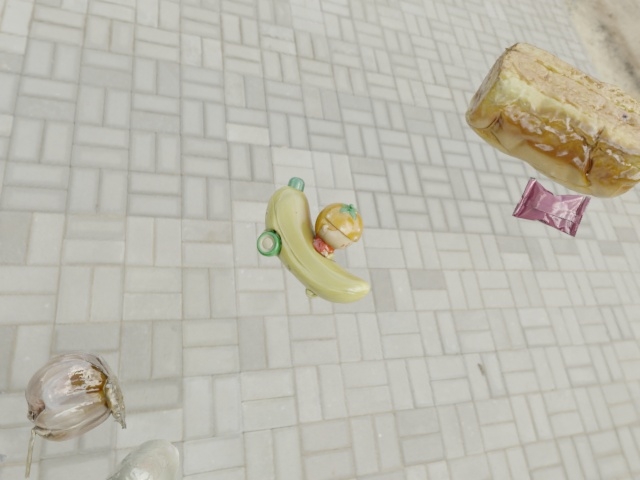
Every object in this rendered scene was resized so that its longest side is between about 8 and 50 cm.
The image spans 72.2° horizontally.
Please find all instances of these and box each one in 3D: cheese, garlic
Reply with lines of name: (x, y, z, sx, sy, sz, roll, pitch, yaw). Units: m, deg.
cheese: (-0.461, 0.626, 1.121, 0.154, 0.198, 0.189, 44, 91, 8)
garlic: (-0.480, 0.354, 0.878, 0.207, 0.207, 0.257, 16, 73, -16)

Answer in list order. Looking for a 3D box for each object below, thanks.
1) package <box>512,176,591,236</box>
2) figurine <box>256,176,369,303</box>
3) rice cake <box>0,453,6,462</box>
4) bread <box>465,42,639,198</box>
package: (0.314, -0.046, 0.597, 0.083, 0.059, 0.029, 24, 9, 20)
figurine: (0.000, 0.000, 0.999, 0.222, 0.124, 0.324, -47, 68, 8)
rice cake: (-0.677, 0.311, 0.658, 0.365, 0.072, 0.056, 37, 76, -33)
bread: (0.398, -0.194, 0.732, 0.294, 0.132, 0.167, 27, 66, 5)
